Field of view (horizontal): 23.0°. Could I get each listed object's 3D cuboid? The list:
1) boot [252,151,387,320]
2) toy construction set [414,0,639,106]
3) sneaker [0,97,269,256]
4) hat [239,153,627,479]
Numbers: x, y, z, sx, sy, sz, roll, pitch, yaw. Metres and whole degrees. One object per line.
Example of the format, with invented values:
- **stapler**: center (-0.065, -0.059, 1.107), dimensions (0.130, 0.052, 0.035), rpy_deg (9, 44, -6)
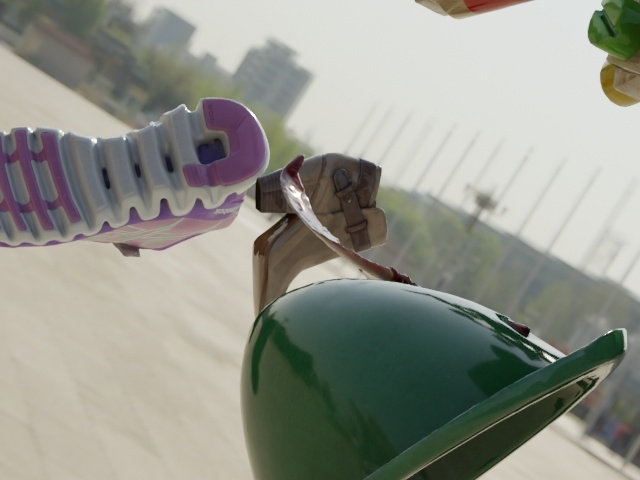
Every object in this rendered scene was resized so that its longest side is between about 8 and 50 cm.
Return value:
- **boot**: center (0.000, 0.000, 1.029), dimensions (0.087, 0.118, 0.042), rpy_deg (-3, 24, -15)
- **toy construction set**: center (0.193, -0.164, 0.958), dimensions (0.309, 0.257, 0.237), rpy_deg (-6, 1, -31)
- **sneaker**: center (-0.154, -0.029, 1.135), dimensions (0.104, 0.236, 0.095), rpy_deg (97, -19, -62)
- **hat**: center (-0.006, 0.022, 0.615), dimensions (0.183, 0.173, 0.208), rpy_deg (57, -26, 15)
